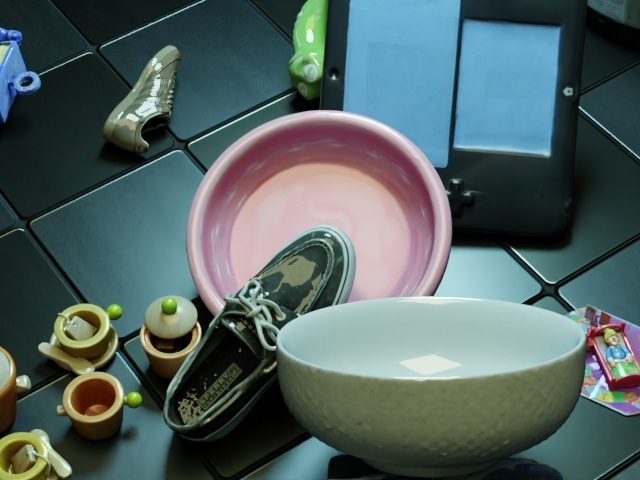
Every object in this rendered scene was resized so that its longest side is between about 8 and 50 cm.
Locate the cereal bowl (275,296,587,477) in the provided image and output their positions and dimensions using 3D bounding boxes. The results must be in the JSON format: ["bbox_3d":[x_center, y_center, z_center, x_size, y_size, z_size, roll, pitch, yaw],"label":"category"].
[{"bbox_3d":[0.121,0.165,1.604,0.339,0.141,0.339,-2,11,0],"label":"cereal bowl"}]

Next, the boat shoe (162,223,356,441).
[{"bbox_3d":[-0.075,0.102,1.720,0.306,0.105,0.113,-46,73,-2],"label":"boat shoe"}]

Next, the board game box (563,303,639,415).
[{"bbox_3d":[0.358,0.138,1.812,0.168,0.033,0.133,24,54,20],"label":"board game box"}]

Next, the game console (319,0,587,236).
[{"bbox_3d":[0.172,-0.207,1.948,0.342,0.060,0.386,5,92,6],"label":"game console"}]

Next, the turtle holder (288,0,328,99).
[{"bbox_3d":[0.118,-0.323,2.080,0.320,0.243,0.227,-9,66,-19],"label":"turtle holder"}]

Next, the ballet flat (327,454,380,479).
[{"bbox_3d":[0.102,0.249,1.699,0.203,0.074,0.074,-15,51,-9],"label":"ballet flat"}]

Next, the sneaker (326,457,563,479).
[{"bbox_3d":[0.133,0.276,1.618,0.296,0.112,0.131,-2,22,-35],"label":"sneaker"}]

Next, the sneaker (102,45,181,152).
[{"bbox_3d":[-0.236,-0.195,2.098,0.071,0.066,0.188,30,60,3],"label":"sneaker"}]

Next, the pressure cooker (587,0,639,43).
[{"bbox_3d":[0.538,-0.534,2.133,0.370,0.420,0.375,4,49,6],"label":"pressure cooker"}]

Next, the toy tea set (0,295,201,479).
[{"bbox_3d":[-0.300,0.149,1.751,0.336,0.124,0.200,-37,58,-26],"label":"toy tea set"}]

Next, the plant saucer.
[{"bbox_3d":[0.000,0.000,1.854,0.332,0.084,0.332,-3,67,7],"label":"plant saucer"}]

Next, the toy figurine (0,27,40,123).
[{"bbox_3d":[-0.504,-0.228,2.045,0.217,0.191,0.362,10,51,3],"label":"toy figurine"}]
